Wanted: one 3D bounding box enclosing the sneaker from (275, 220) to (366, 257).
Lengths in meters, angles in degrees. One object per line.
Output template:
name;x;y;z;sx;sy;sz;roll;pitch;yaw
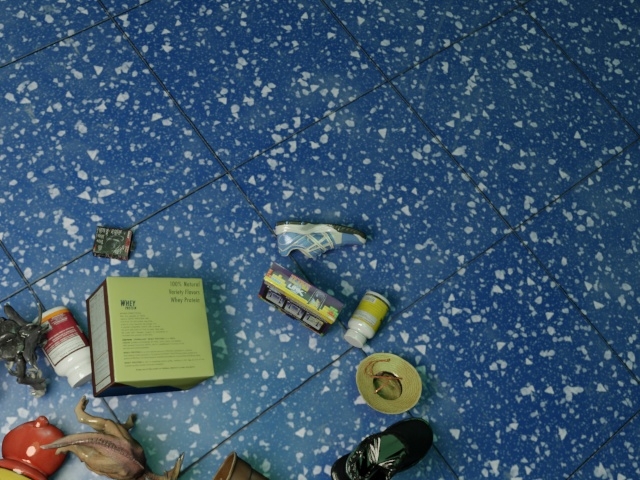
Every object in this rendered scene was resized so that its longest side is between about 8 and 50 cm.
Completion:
sneaker;0.000;0.000;1.652;0.211;0.080;0.081;3;89;-10

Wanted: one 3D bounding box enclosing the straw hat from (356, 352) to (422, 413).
straw hat;0.141;0.314;1.553;0.145;0.061;0.144;2;52;-3

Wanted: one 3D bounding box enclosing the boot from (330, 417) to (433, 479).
boot;0.143;0.413;1.434;0.247;0.207;0.094;-21;74;-19

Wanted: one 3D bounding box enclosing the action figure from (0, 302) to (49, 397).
action figure;-0.602;0.230;1.383;0.276;0.141;0.164;-37;69;3

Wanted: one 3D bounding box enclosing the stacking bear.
stacking bear;-0.557;0.458;1.304;0.164;0.175;0.289;5;51;21

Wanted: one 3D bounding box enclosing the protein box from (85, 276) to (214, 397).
protein box;-0.336;0.188;1.432;0.200;0.136;0.201;3;66;-35

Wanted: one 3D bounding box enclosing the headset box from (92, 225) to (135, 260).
headset box;-0.443;0.007;1.573;0.083;0.032;0.062;7;68;-9

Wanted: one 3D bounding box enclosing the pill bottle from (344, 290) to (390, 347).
pill bottle;0.100;0.174;1.598;0.065;0.065;0.116;33;67;3

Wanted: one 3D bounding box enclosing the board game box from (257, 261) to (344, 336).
board game box;-0.045;0.127;1.546;0.170;0.141;0.048;32;66;1

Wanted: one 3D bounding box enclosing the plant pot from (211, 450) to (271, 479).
plant pot;-0.131;0.509;1.373;0.165;0.167;0.167;29;66;-7

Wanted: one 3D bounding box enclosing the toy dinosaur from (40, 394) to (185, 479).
toy dinosaur;-0.355;0.393;1.321;0.200;0.295;0.127;26;74;31

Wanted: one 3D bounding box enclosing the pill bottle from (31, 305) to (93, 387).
pill bottle;-0.503;0.213;1.449;0.086;0.086;0.152;-32;78;-21
